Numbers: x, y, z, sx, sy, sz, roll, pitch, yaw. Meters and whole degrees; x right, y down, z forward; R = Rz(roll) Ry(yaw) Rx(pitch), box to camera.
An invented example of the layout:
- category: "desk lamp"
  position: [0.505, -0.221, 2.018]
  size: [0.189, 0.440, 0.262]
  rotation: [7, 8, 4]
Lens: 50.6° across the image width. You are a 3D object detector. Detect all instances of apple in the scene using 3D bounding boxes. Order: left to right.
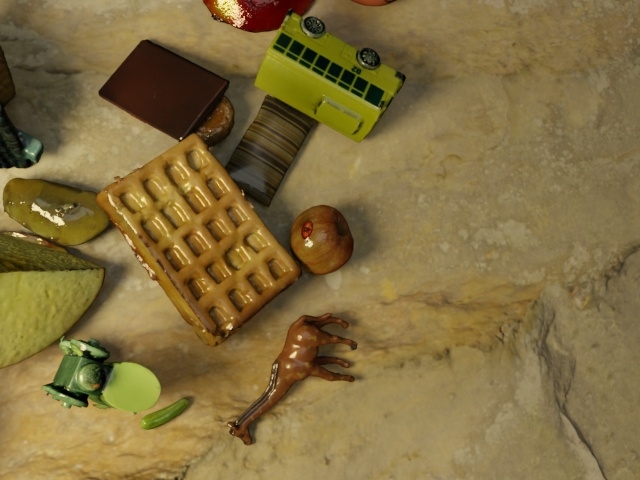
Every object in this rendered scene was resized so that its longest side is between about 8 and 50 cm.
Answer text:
- category: "apple"
  position: [-0.524, 0.076, 1.043]
  size: [0.346, 0.179, 0.254]
  rotation: [-5, 73, -53]
- category: "apple"
  position: [0.001, 0.000, 1.246]
  size: [0.102, 0.126, 0.126]
  rotation: [-27, 81, 24]

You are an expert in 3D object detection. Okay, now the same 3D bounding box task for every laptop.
- category: "laptop"
  position: [-0.291, -0.280, 1.258]
  size: [0.207, 0.026, 0.154]
  rotation: [29, 75, 16]

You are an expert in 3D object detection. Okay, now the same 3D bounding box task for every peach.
- category: "peach"
  position: [-0.105, -0.528, 1.380]
  size: [0.279, 0.068, 0.189]
  rotation: [-32, 87, -19]

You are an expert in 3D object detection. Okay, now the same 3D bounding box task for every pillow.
- category: "pillow"
  position: [-0.103, -0.173, 1.304]
  size: [0.113, 0.038, 0.203]
  rotation: [30, 72, -7]

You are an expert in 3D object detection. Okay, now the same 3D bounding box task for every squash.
- category: "squash"
  position: [-0.263, 0.295, 1.150]
  size: [0.089, 0.027, 0.027]
  rotation: [-23, 82, -21]

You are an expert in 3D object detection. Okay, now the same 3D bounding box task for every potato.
- category: "potato"
  position: [-0.456, -0.054, 1.164]
  size: [0.188, 0.085, 0.105]
  rotation: [21, 67, -3]

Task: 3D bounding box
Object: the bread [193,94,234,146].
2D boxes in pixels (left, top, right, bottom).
- category: "bread"
  position: [-0.207, -0.221, 1.279]
  size: [0.082, 0.060, 0.113]
  rotation: [40, 72, -1]

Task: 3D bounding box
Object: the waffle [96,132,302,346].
- category: "waffle"
  position: [-0.205, -0.003, 1.175]
  size: [0.224, 0.098, 0.327]
  rotation: [-39, 93, -28]

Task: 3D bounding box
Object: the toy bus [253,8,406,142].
- category: "toy bus"
  position: [0.016, -0.309, 1.312]
  size: [0.262, 0.128, 0.150]
  rotation: [28, 60, -6]

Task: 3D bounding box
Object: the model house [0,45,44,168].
- category: "model house"
  position: [-0.562, -0.240, 1.089]
  size: [0.241, 0.261, 0.226]
  rotation: [28, 72, -5]

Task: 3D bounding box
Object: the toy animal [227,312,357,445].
- category: "toy animal"
  position: [-0.050, 0.244, 1.200]
  size: [0.230, 0.066, 0.224]
  rotation: [0, 95, -23]

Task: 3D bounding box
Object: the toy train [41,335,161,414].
- category: "toy train"
  position: [-0.335, 0.218, 1.045]
  size: [0.157, 0.253, 0.105]
  rotation: [26, 70, -22]

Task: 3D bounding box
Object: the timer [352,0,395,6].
- category: "timer"
  position: [0.115, -0.604, 1.379]
  size: [0.230, 0.215, 0.229]
  rotation: [3, 71, -8]
